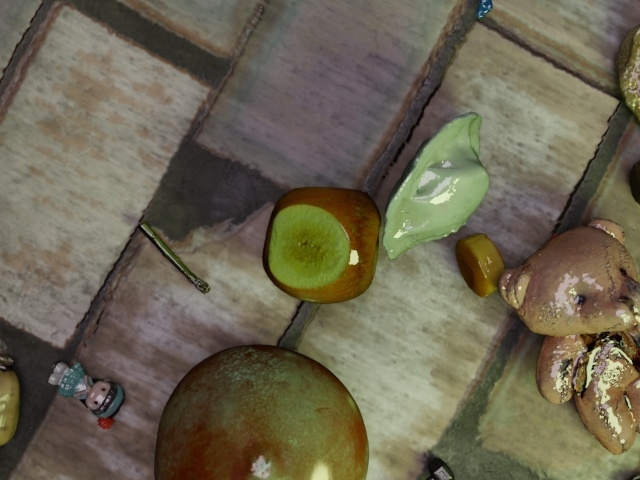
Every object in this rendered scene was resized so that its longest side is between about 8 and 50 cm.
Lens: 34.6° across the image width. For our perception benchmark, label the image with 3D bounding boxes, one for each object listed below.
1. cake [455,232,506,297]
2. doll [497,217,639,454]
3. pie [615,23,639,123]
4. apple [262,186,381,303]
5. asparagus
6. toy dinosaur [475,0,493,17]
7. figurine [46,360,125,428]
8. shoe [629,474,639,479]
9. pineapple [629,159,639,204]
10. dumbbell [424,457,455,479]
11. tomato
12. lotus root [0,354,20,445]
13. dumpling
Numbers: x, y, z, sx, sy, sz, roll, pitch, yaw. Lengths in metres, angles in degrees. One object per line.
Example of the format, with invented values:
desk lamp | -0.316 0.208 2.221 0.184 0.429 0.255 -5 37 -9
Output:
cake | 0.207 0.032 1.330 0.044 0.084 0.084 -22 90 -8
doll | 0.366 0.128 1.296 0.201 0.156 0.303 -30 96 -19
pie | 0.474 -0.209 1.334 0.163 0.079 0.193 -44 91 10
apple | -0.001 0.006 1.288 0.147 0.163 0.146 7 90 4
asparagus | -0.193 0.024 1.361 0.127 0.018 0.015 46 50 -3
toy dinosaur | 0.232 -0.466 1.333 0.144 0.076 0.329 28 93 -7
figurine | -0.308 0.200 1.347 0.106 0.047 0.060 28 74 4
shoe | 0.462 0.357 1.338 0.143 0.071 0.064 26 90 4
pineapple | 0.488 -0.083 1.340 0.159 0.074 0.074 -7 90 -6
dumbbell | 0.137 0.325 1.354 0.083 0.040 0.036 -40 120 0
tomato | -0.075 0.264 1.262 0.270 0.222 0.270 0 91 -4
lotus root | -0.431 0.225 1.340 0.072 0.063 0.152 6 87 -10
dumpling | 0.154 -0.066 1.293 0.108 0.152 0.219 29 86 -1
